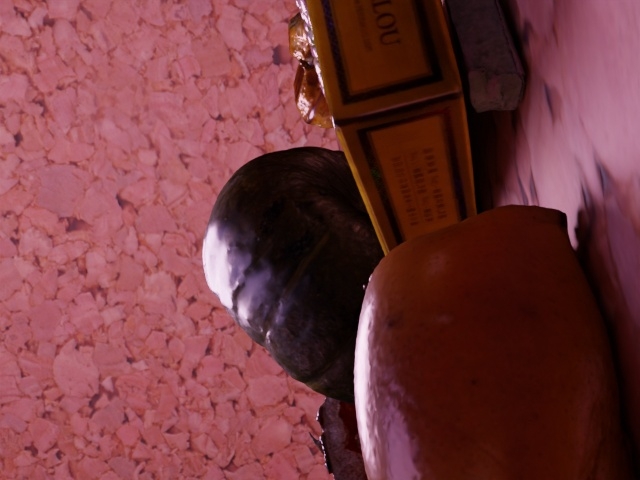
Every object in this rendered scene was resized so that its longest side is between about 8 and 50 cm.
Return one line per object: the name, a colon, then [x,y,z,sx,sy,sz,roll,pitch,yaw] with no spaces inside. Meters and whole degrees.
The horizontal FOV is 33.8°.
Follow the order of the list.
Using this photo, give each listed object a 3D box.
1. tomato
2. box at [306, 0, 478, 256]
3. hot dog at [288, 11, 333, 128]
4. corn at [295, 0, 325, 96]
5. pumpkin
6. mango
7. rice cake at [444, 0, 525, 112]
tomato: [0.092,0.273,1.226,0.155,0.180,0.214,68,-167,-60]
box: [0.055,-0.113,0.774,0.301,0.084,0.193,61,-162,-68]
hot dog: [0.016,-0.250,1.470,0.349,0.117,0.158,-99,4,-78]
corn: [0.024,-0.276,1.017,0.126,0.126,0.335,-104,-2,-66]
pumpkin: [0.000,0.000,1.132,0.232,0.242,0.325,31,-160,-25]
mango: [0.097,0.127,0.560,0.187,0.138,0.257,59,-157,-57]
rice cake: [0.087,-0.180,0.661,0.043,0.034,0.211,63,-165,-71]
